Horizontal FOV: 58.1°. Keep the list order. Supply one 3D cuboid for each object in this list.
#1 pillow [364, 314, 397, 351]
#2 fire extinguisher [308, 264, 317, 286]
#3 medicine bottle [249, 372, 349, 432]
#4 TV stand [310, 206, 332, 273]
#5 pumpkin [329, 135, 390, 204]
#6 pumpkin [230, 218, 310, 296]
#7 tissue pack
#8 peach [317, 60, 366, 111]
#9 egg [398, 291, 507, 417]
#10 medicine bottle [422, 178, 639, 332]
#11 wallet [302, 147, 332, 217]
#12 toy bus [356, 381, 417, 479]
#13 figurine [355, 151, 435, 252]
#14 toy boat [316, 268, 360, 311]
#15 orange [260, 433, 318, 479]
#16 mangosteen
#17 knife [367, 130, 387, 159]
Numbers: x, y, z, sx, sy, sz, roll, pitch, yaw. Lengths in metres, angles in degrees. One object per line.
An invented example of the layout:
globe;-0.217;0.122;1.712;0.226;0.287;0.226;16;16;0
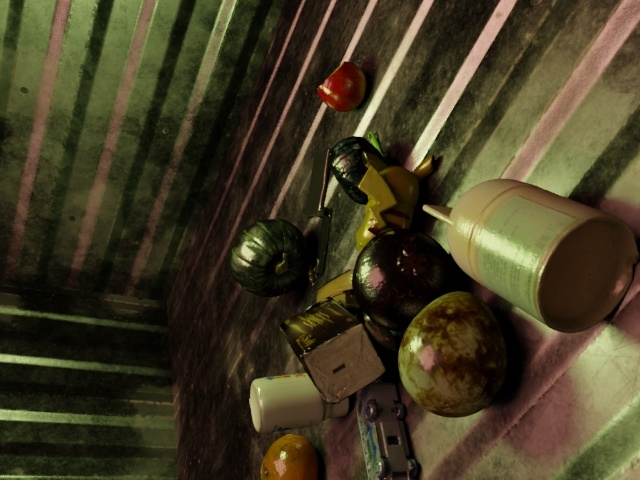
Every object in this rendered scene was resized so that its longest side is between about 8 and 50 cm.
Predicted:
pillow;0.177;0.270;1.629;0.051;0.241;0.093;-43;61;-5
fire extinguisher;-0.025;0.136;2.247;0.046;0.032;0.100;-23;51;18
medicine bottle;-0.068;0.508;1.834;0.170;0.292;0.170;176;90;-72
TV stand;0.000;0.000;2.225;0.049;0.040;0.257;-5;74;55
pumpkin;0.129;-0.229;1.870;0.163;0.233;0.233;-36;42;17
pumpkin;-0.200;0.070;2.287;0.241;0.323;0.323;44;118;51
tissue pack;0.027;0.324;1.728;0.198;0.210;0.370;67;169;-11
peach;0.075;-0.581;2.168;0.190;0.192;0.190;-21;62;46
egg;0.303;0.253;1.304;0.238;0.238;0.289;-20;39;60
medicine bottle;0.406;-0.002;1.202;0.406;0.235;0.236;42;116;61
wallet;-0.012;-0.233;2.372;0.146;0.030;0.286;2;82;61
toy bus;0.175;0.562;1.575;0.136;0.109;0.330;116;153;-46
figurine;0.199;-0.107;1.715;0.169;0.218;0.327;119;164;-82
toy boat;0.076;0.190;1.949;0.321;0.089;0.122;-37;63;54
orange;-0.109;0.783;1.961;0.240;0.171;0.240;-39;44;51
mangosteen;0.217;0.109;1.514;0.288;0.288;0.288;-36;48;54
knife;0.193;-0.317;2.002;0.078;0.022;0.166;-49;39;34
